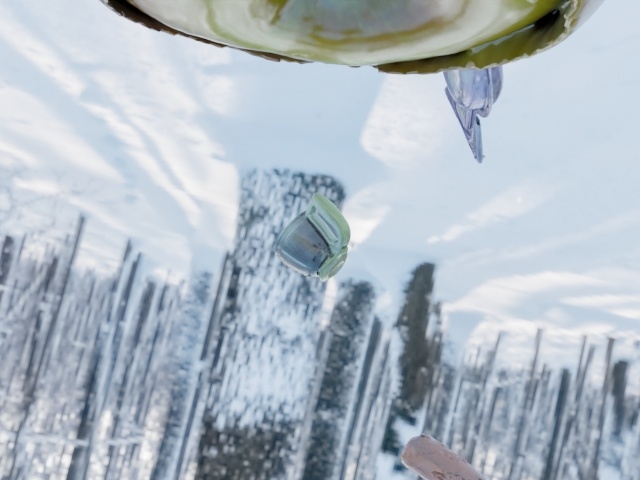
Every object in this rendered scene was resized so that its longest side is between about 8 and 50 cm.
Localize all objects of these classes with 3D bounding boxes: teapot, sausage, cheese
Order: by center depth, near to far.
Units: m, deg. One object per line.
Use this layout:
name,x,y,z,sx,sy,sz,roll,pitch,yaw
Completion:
sausage,0.139,0.225,0.924,0.158,0.042,0.036,36,152,24
cheese,0.138,-0.151,0.979,0.042,0.105,0.191,-18,154,-2
teapot,-0.006,0.006,1.490,0.091,0.092,0.124,41,163,21

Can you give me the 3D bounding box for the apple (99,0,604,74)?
apple,0.012,-0.157,0.375,0.237,0.207,0.237,-5,155,-2
